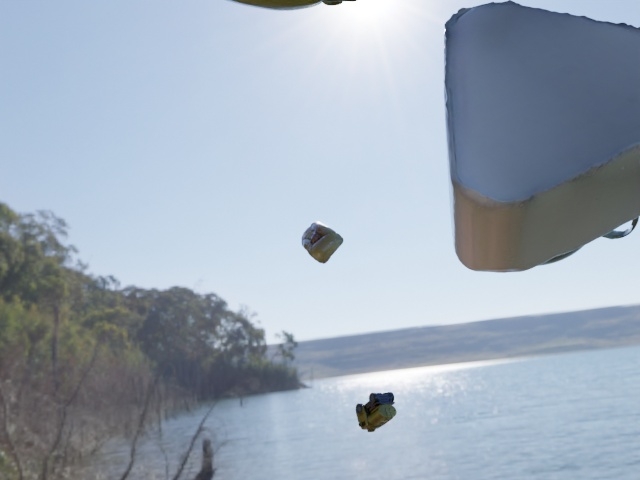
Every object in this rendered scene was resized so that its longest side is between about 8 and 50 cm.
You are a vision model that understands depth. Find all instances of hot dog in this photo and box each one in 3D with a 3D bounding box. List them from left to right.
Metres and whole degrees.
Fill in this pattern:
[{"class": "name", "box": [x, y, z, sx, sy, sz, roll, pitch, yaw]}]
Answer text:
[{"class": "hot dog", "box": [0.000, 0.000, 0.600, 0.030, 0.034, 0.090, -51, -1, 1]}]

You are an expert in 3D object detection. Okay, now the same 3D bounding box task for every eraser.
[{"class": "eraser", "box": [0.252, -0.148, 0.777, 0.331, 0.331, 0.150, -8, -36, 6]}]

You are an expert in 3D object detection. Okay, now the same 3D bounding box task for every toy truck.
[{"class": "toy truck", "box": [0.105, 0.327, 1.262, 0.049, 0.054, 0.083, 6, -37, -30]}]

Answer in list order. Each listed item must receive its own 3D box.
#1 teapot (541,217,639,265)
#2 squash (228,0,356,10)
[{"class": "teapot", "box": [0.344, -0.041, 1.040, 0.294, 0.193, 0.129, 0, -45, 42]}, {"class": "squash", "box": [-0.101, -0.384, 0.954, 0.340, 0.095, 0.094, 22, -3, 19]}]
